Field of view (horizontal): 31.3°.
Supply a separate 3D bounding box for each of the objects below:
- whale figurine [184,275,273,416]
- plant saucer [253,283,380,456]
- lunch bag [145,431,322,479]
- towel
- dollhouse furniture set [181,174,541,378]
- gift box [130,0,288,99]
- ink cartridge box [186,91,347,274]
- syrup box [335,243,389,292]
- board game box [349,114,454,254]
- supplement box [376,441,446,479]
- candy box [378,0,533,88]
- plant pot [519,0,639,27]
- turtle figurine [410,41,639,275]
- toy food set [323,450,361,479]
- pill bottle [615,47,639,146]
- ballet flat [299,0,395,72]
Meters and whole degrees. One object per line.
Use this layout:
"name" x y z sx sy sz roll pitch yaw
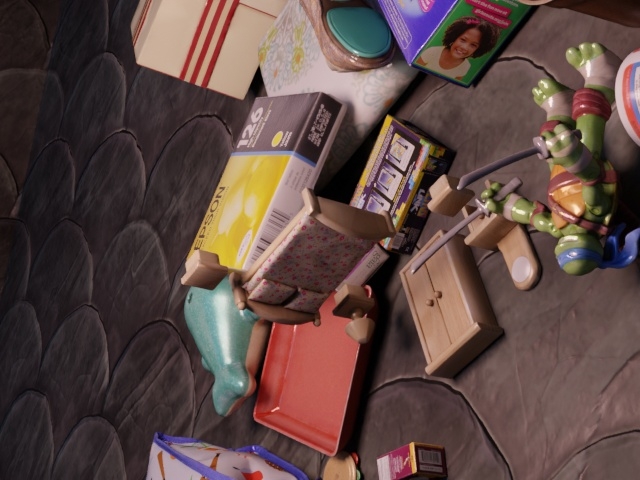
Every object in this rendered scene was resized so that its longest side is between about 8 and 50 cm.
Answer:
"whale figurine" -0.162 0.157 1.936 0.216 0.141 0.272 -47 30 42
"plant saucer" -0.001 0.185 1.791 0.259 0.048 0.258 10 87 59
"lunch bag" -0.132 0.485 1.706 0.385 0.239 0.327 180 98 -68
"towel" 0.025 -0.308 1.904 0.320 0.090 0.374 -53 39 38
"dollhouse furniture set" 0.056 0.044 1.463 0.303 0.356 0.173 -49 42 36
"gift box" -0.195 -0.435 2.143 0.258 0.255 0.276 -64 28 22
"ink cartridge box" -0.110 -0.090 1.840 0.307 0.072 0.303 6 72 58
"syrup box" 0.000 0.000 1.766 0.093 0.096 0.237 -48 26 -4
"board game box" 0.116 -0.084 1.707 0.141 0.048 0.170 47 118 56
"supplement box" 0.122 0.306 1.545 0.083 0.055 0.043 -36 50 48
"candy box" 0.216 -0.425 1.609 0.317 0.122 0.268 -54 38 34
"plant pot" 0.332 -0.334 1.352 0.167 0.165 0.166 -26 58 50
"turtle figurine" 0.249 -0.101 1.332 0.275 0.197 0.266 5 59 18
"toy food set" 0.032 0.353 1.700 0.083 0.020 0.082 6 84 58
"pill bottle" 0.427 -0.167 1.179 0.221 0.124 0.124 -12 69 56
"ballet flat" 0.036 -0.319 1.727 0.316 0.108 0.106 -108 21 -46
